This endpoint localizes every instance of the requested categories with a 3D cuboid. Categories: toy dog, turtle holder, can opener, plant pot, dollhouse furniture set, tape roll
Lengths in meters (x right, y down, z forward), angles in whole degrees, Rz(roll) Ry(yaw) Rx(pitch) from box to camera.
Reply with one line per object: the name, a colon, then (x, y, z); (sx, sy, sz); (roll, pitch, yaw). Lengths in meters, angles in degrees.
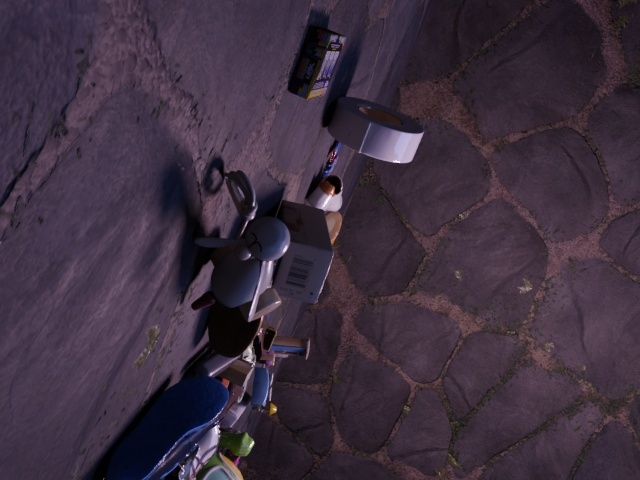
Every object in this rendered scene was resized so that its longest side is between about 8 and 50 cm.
toy dog: (-0.160, 0.056, 1.092); (0.161, 0.220, 0.333); (-29, 150, -22)
turtle holder: (-0.337, 0.752, 1.838); (0.320, 0.228, 0.243); (-56, 167, -60)
can opener: (-0.262, 0.284, 1.538); (0.076, 0.095, 0.283); (-43, 172, 18)
plant pot: (-0.206, 0.332, 2.136); (0.083, 0.082, 0.081); (-119, -129, -82)
dollhouse furniture set: (-0.160, 0.554, 2.363); (0.286, 0.198, 0.303); (102, -6, -62)
tape roll: (0.167, -0.341, 1.845); (0.286, 0.286, 0.100); (-54, 167, -64)

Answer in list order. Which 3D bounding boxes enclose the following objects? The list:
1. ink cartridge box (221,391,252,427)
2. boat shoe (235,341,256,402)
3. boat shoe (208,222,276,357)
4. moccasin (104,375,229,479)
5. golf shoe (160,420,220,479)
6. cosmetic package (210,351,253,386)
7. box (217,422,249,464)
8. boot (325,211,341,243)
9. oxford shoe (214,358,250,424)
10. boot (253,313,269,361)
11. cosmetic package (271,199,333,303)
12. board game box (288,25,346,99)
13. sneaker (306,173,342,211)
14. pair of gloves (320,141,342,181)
ink cartridge box: (-0.371, 0.704, 2.315); (0.232, 0.066, 0.189); (-47, 179, 14)
boat shoe: (-0.242, 0.362, 1.821); (0.109, 0.094, 0.302); (-57, 169, -59)
boat shoe: (-0.168, 0.112, 1.419); (0.123, 0.123, 0.341); (-44, 151, -72)
moccasin: (-0.321, 0.396, 1.226); (0.342, 0.138, 0.116); (-30, 150, -56)
golf shoe: (-0.362, 0.599, 1.652); (0.120, 0.105, 0.272); (51, 62, -75)
cosmetic package: (-0.244, 0.343, 1.620); (0.060, 0.115, 0.041); (-48, 161, -75)
box: (-0.365, 0.771, 2.089); (0.163, 0.142, 0.247); (96, 20, -75)
boot: (0.001, 0.001, 2.650); (0.295, 0.104, 0.211); (-62, 180, 2)
oxford shoe: (-0.271, 0.455, 1.749); (0.097, 0.099, 0.271); (56, -46, 47)
boot: (-0.209, 0.323, 2.037); (0.219, 0.082, 0.106); (103, 14, -50)
cosmetic package: (-0.059, 0.020, 1.561); (0.296, 0.129, 0.153); (-101, -153, -68)
board game box: (-0.005, -0.381, 1.296); (0.170, 0.048, 0.141); (-52, 166, -70)
sneaker: (0.047, -0.175, 2.152); (0.123, 0.106, 0.290); (-50, 178, 15)
pair of gloves: (0.048, -0.306, 2.189); (0.159, 0.023, 0.198); (-63, 174, -48)
